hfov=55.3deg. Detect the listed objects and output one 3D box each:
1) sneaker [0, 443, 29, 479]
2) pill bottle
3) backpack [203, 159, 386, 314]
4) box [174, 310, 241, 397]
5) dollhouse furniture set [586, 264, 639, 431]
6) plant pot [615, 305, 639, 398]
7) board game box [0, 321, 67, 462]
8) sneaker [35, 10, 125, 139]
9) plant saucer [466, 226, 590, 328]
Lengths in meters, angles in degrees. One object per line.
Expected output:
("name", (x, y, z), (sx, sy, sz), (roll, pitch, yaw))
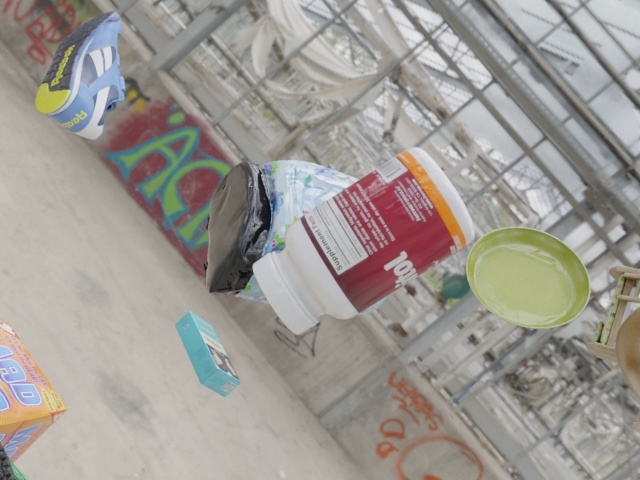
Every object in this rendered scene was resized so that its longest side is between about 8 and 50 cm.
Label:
("sneaker", (-0.725, 0.592, 1.416), (0.343, 0.134, 0.146), (58, -32, 3))
("pill bottle", (0.030, 0.004, 0.457), (0.086, 0.152, 0.086), (57, 4, -6))
("backpack", (0.000, 0.000, 1.110), (0.356, 0.273, 0.290), (29, 34, -27))
("box", (-0.302, 0.296, 1.615), (0.100, 0.060, 0.244), (46, 2, -43))
("dollhouse furniture set", (0.354, 0.112, 0.696), (0.101, 0.181, 0.161), (15, -13, 34))
("plant pot", (0.348, 0.110, 0.454), (0.237, 0.032, 0.236), (19, -35, 14))
("board game box", (-1.044, 0.486, 1.736), (0.356, 0.356, 0.356), (48, 8, 16))
("sneaker", (-0.212, -0.154, 0.566), (0.059, 0.053, 0.144), (47, 41, -44))
("plant saucer", (0.408, 0.078, 1.218), (0.241, 0.241, 0.037), (52, -22, 31))
